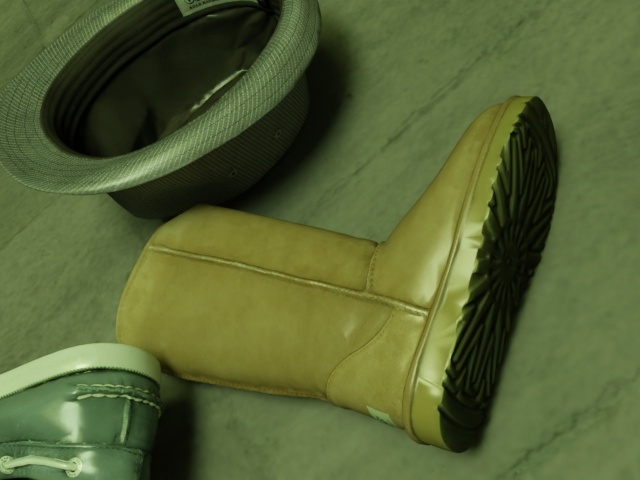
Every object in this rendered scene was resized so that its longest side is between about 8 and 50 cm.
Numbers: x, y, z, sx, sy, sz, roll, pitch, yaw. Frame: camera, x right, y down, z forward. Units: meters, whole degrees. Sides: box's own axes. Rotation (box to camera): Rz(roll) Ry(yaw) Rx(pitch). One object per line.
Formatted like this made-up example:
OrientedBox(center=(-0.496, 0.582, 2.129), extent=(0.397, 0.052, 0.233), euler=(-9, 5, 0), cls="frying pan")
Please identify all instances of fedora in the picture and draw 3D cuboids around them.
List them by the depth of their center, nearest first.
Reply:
OrientedBox(center=(-0.114, -0.109, 0.575), extent=(0.243, 0.124, 0.275), euler=(33, 71, 36), cls="fedora")

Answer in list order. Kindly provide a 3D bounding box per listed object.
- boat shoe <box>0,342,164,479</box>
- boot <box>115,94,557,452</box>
OrientedBox(center=(-0.245, 0.175, 0.482), extent=(0.319, 0.116, 0.099), euler=(-27, 55, 15), cls="boat shoe")
OrientedBox(center=(0.000, 0.000, 0.475), extent=(0.269, 0.089, 0.236), euler=(9, 64, 37), cls="boot")
